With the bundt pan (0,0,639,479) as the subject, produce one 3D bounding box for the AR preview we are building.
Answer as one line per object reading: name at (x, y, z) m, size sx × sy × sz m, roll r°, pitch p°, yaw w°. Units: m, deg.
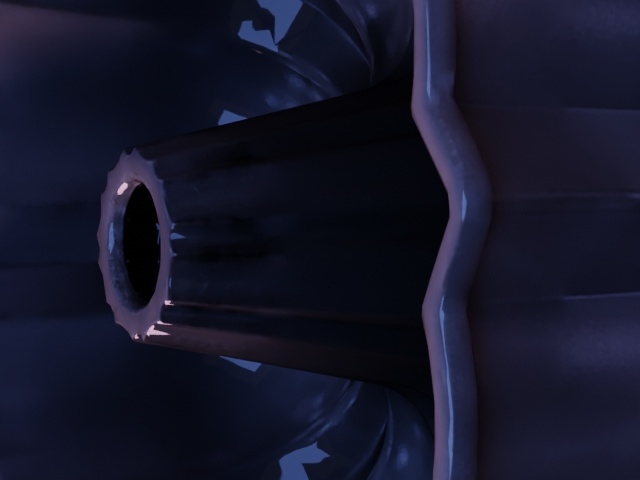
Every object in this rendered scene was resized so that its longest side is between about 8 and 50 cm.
bundt pan at (0.000, 0.000, 0.498) m, size 0.331 × 0.124 × 0.331 m, roll 4°, pitch 94°, yaw 61°
